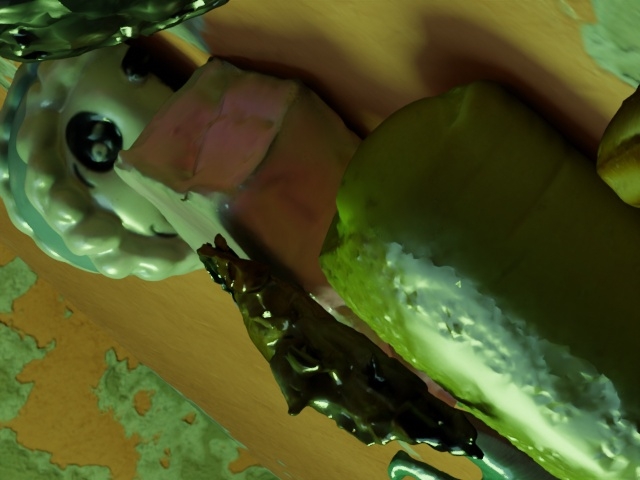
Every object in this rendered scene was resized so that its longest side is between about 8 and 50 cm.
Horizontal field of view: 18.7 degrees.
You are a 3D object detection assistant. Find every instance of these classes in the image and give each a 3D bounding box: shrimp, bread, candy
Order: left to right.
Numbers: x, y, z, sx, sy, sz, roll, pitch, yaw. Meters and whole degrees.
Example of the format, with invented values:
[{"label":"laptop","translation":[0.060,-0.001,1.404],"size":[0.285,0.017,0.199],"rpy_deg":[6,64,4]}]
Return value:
[{"label":"shrimp","translation":[-0.004,0.071,1.133],"size":[0.117,0.066,0.262],"rpy_deg":[37,176,-29]},{"label":"candy","translation":[0.000,0.000,1.324],"size":[0.265,0.116,0.155],"rpy_deg":[48,166,-34]},{"label":"bread","translation":[0.163,0.077,1.056],"size":[0.383,0.112,0.166],"rpy_deg":[39,134,-7]}]

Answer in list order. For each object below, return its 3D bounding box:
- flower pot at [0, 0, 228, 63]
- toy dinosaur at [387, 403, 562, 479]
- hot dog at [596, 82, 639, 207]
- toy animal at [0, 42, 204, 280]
[{"label":"flower pot","translation":[-0.095,-0.180,0.636],"size":[0.266,0.266,0.267],"rpy_deg":[37,177,1]},{"label":"toy dinosaur","translation":[0.233,0.211,1.539],"size":[0.331,0.129,0.383],"rpy_deg":[9,150,43]},{"label":"hot dog","translation":[0.189,-0.042,0.740],"size":[0.115,0.072,0.269],"rpy_deg":[39,166,-6]},{"label":"toy animal","translation":[-0.151,-0.052,1.454],"size":[0.208,0.156,0.204],"rpy_deg":[37,172,-17]}]
